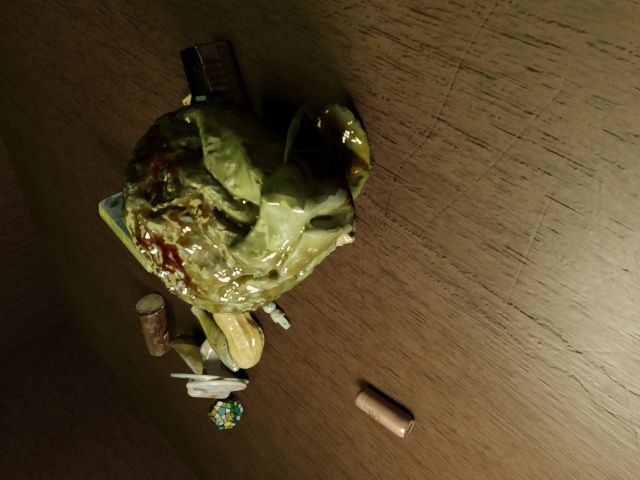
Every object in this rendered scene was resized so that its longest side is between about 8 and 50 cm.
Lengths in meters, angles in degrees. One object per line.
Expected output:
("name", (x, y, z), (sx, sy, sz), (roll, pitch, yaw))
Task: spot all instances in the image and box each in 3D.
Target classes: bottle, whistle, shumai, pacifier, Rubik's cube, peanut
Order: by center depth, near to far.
("shumai", (-0.098, -0.065, 0.786), (0.348, 0.395, 0.394), (-7, 110, 49))
("bottle", (0.147, 0.396, 1.101), (0.140, 0.053, 0.053), (27, 134, 35))
("whistle", (-0.119, 0.196, 1.272), (0.100, 0.035, 0.035), (46, 142, 12))
("peanut", (-0.239, 0.249, 1.382), (0.125, 0.111, 0.274), (-4, 113, 45))
("bottle", (-0.340, 0.310, 1.563), (0.270, 0.083, 0.083), (43, 141, 23))
("pacifier", (-0.355, 0.423, 1.606), (0.228, 0.279, 0.207), (-11, 66, 32))
("Rubik's cube", (-0.363, 0.651, 1.812), (0.133, 0.133, 0.112), (46, 170, 14))

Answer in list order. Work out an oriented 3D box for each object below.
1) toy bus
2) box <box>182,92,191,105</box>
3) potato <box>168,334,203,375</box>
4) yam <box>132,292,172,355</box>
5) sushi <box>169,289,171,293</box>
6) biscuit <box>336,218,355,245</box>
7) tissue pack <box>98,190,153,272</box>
("toy bus", (-0.186, -0.204, 1.009), (0.093, 0.092, 0.408), (11, 124, 47))
("box", (-0.271, -0.277, 1.112), (0.073, 0.020, 0.149), (-11, 107, 52))
("potato", (-0.462, 0.427, 1.807), (0.120, 0.100, 0.261), (-108, -6, -56))
("yam", (-0.676, 0.344, 1.938), (0.131, 0.131, 0.279), (34, 139, 28))
("sushi", (-0.509, 0.142, 1.650), (0.117, 0.062, 0.060), (64, 170, -20))
("biscuit", (0.000, 0.000, 0.975), (0.219, 0.055, 0.061), (-27, 70, 54))
("tissue pack", (-0.495, -0.044, 1.396), (0.257, 0.185, 0.081), (44, 140, 17))
